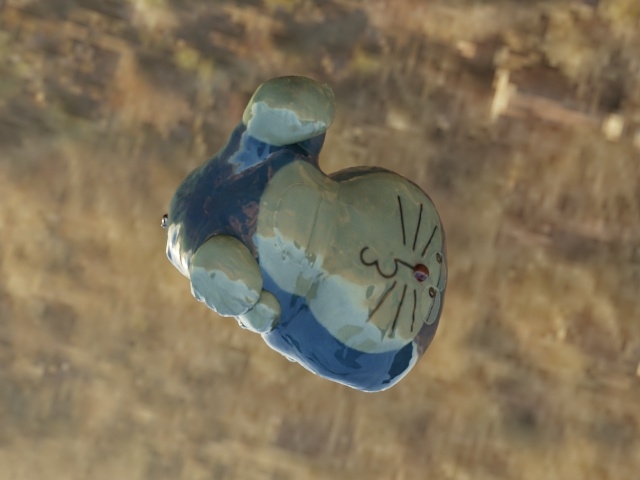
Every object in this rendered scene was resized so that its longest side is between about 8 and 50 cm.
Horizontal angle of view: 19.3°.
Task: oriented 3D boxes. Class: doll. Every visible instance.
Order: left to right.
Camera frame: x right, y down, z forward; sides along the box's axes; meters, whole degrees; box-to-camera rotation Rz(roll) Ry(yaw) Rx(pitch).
[{"bbox_3d":[0.000,0.000,0.501,0.083,0.076,0.050,30,156,-28],"label":"doll"}]
